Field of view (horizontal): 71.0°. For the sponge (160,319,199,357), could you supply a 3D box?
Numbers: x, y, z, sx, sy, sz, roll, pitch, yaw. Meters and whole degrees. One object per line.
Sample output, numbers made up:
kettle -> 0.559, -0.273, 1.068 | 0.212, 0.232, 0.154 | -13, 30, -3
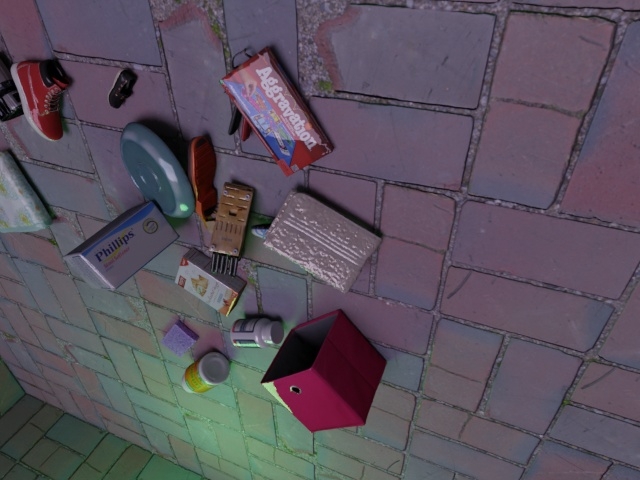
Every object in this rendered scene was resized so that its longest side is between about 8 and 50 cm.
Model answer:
sponge -> -0.614, 0.431, 1.950 | 0.117, 0.031, 0.210 | 41, 132, -6

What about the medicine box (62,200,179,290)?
medicine box -> -0.644, 0.021, 1.445 | 0.289, 0.263, 0.149 | -5, 125, 51

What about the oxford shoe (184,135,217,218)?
oxford shoe -> -0.368, -0.186, 1.300 | 0.098, 0.097, 0.271 | 25, 133, 17

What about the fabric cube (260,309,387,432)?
fabric cube -> 0.014, 0.430, 1.459 | 0.254, 0.259, 0.258 | -28, 109, 39

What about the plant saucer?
plant saucer -> -0.496, -0.194, 1.333 | 0.318, 0.044, 0.317 | 31, 143, 26

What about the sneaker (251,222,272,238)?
sneaker -> -0.097, 0.001, 1.298 | 0.237, 0.085, 0.086 | 14, 106, 16

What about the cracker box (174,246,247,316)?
cracker box -> -0.391, 0.149, 1.588 | 0.232, 0.067, 0.155 | 33, 133, 2

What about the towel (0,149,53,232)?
towel -> -1.273, -0.181, 1.789 | 0.375, 0.090, 0.320 | -2, 124, 29

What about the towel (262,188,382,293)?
towel -> 0.000, 0.000, 1.214 | 0.282, 0.049, 0.187 | 32, 99, 1

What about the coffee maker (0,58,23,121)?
coffee maker -> -1.010, -0.478, 1.417 | 0.171, 0.120, 0.178 | 4, 129, 55

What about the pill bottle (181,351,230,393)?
pill bottle -> -0.505, 0.580, 1.935 | 0.136, 0.136, 0.246 | 45, 132, -9

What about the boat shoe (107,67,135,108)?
boat shoe -> -0.555, -0.415, 1.250 | 0.042, 0.049, 0.133 | 46, 128, 0

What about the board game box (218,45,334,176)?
board game box -> -0.102, -0.301, 1.081 | 0.145, 0.027, 0.281 | -25, 115, 25

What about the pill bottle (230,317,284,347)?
pill bottle -> -0.225, 0.334, 1.615 | 0.180, 0.108, 0.108 | -7, 121, 32

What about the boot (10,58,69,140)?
boot -> -0.816, -0.420, 1.365 | 0.176, 0.088, 0.244 | 7, 124, 22

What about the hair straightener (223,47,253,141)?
hair straightener -> -0.206, -0.362, 1.107 | 0.089, 0.047, 0.230 | 24, 132, 9

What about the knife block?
knife block -> -0.273, -0.024, 1.379 | 0.088, 0.242, 0.275 | 12, 88, -7

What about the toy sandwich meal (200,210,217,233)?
toy sandwich meal -> -0.347, -0.060, 1.428 | 0.086, 0.029, 0.085 | 14, 130, 18
